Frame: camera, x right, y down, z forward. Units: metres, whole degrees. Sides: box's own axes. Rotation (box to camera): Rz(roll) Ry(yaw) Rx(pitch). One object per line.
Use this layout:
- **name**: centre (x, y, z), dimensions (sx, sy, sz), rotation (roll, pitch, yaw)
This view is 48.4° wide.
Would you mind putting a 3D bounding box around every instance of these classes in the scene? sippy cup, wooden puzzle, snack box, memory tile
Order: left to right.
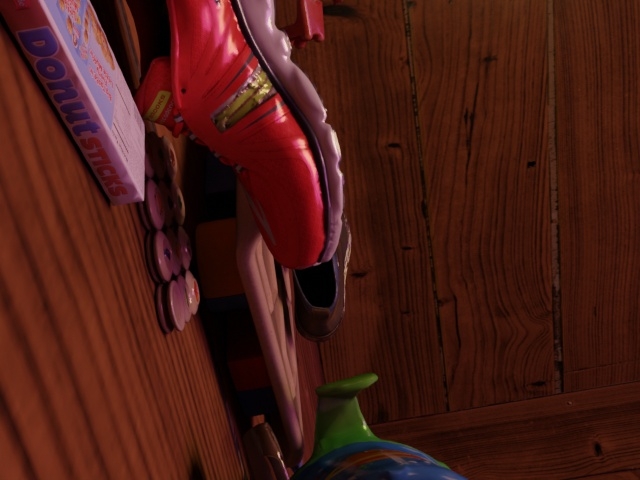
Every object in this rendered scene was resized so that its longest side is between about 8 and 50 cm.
- **snack box**: centre (-0.126, -0.096, 0.366), dimensions (0.178, 0.022, 0.064), rotation (80, 2, -56)
- **memory tile**: centre (-0.115, -0.010, 0.536), dimensions (0.113, 0.012, 0.148), rotation (-79, 160, -87)
- **wooden puzzle**: centre (-0.078, 0.025, 0.790), dimensions (0.322, 0.080, 0.348), rotation (-98, -177, -51)
- **sippy cup**: centre (0.065, 0.288, 0.627), dimensions (0.305, 0.240, 0.224), rotation (39, -19, 7)

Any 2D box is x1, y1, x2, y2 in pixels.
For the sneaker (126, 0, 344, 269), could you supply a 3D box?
- **sneaker**: centre (-0.077, -0.096, 0.497), dimensions (0.107, 0.118, 0.279), rotation (-2, -65, 56)

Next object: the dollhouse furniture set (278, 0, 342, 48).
- **dollhouse furniture set**: centre (-0.077, -0.394, 1.078), dimensions (0.374, 0.201, 0.152), rotation (-75, 155, -87)

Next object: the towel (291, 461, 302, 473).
- **towel**: centre (-0.064, 0.184, 1.098), dimensions (0.285, 0.034, 0.209), rotation (-98, 178, -47)

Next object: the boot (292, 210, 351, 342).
- **boot**: centre (0.000, 0.000, 0.819), dimensions (0.106, 0.082, 0.219), rotation (99, -13, -73)

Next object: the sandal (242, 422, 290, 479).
- **sandal**: centre (-0.046, 0.245, 0.533), dimensions (0.090, 0.060, 0.219), rotation (-142, -136, -67)
